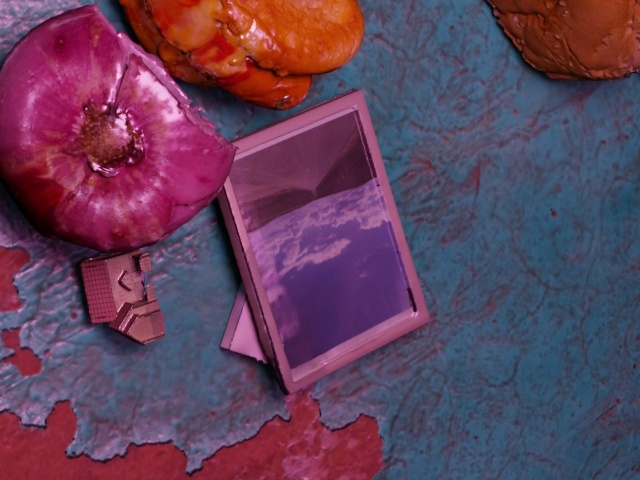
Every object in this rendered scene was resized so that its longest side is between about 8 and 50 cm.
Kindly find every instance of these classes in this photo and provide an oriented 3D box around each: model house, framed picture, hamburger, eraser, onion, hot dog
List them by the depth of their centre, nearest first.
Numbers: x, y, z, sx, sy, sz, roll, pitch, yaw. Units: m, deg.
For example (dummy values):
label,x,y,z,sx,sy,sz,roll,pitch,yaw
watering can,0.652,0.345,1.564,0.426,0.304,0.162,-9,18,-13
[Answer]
label,x,y,z,sx,sy,sz,roll,pitch,yaw
onion,-0.192,-0.084,1.210,0.200,0.200,0.207,-53,131,-16
hot dog,-0.087,-0.218,1.273,0.256,0.150,0.153,44,66,-30
model house,-0.184,0.055,1.291,0.058,0.057,0.083,-16,104,-34
framed picture,0.000,0.000,1.391,0.189,0.023,0.260,-25,106,-29
eraser,-0.030,0.052,1.401,0.104,0.023,0.150,21,84,-30
hamburger,0.273,-0.292,1.444,0.132,0.211,0.309,-40,112,-27
